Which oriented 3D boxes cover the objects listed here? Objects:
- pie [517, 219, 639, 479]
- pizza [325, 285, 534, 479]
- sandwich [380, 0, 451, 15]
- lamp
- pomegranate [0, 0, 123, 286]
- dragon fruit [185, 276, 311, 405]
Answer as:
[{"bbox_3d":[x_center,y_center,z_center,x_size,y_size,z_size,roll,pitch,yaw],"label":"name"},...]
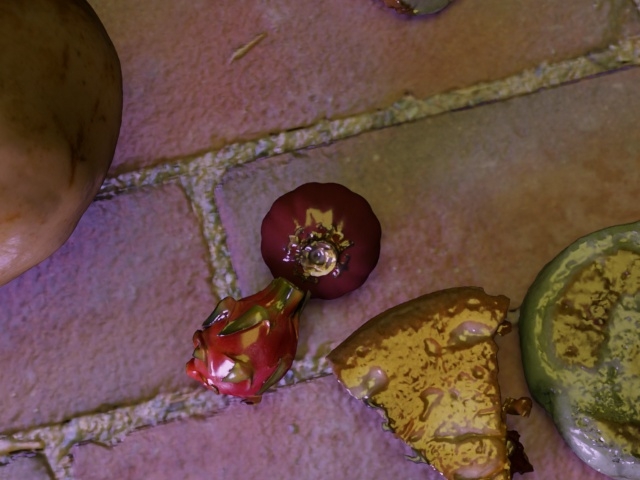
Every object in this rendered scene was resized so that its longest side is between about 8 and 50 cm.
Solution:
[{"bbox_3d":[0.281,0.086,1.394,0.241,0.054,0.240,0,75,2],"label":"pie"},{"bbox_3d":[0.108,0.137,1.380,0.154,0.069,0.194,-25,80,-5],"label":"pizza"},{"bbox_3d":[0.032,-0.316,1.503,0.108,0.220,0.186,-37,39,-6],"label":"sandwich"},{"bbox_3d":[0.000,0.000,1.414,0.101,0.090,0.101,1,109,2],"label":"lamp"},{"bbox_3d":[-0.323,-0.102,1.354,0.333,0.332,0.332,-1,73,2],"label":"pomegranate"},{"bbox_3d":[-0.055,0.077,1.393,0.081,0.086,0.116,39,89,8],"label":"dragon fruit"}]
